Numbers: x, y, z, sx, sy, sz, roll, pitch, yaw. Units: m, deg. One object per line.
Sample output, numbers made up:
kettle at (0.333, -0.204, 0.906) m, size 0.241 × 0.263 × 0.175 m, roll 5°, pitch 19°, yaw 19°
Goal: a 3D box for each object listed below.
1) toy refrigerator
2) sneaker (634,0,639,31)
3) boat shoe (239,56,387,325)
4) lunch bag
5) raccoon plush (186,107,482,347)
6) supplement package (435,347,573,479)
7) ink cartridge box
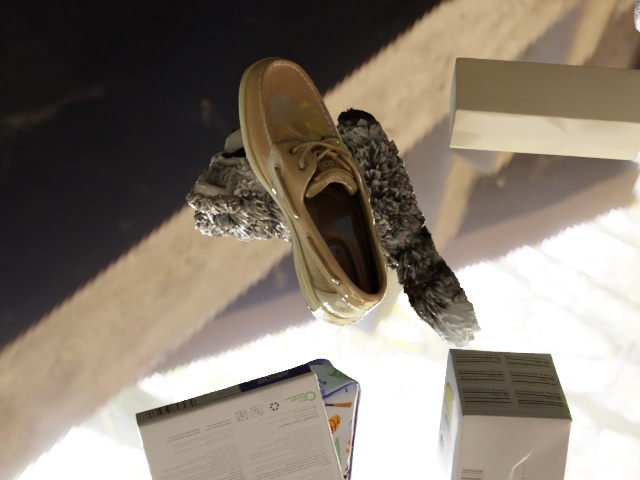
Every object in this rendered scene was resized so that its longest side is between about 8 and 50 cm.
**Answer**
toy refrigerator at (0.321, -0.184, 2.394) m, size 0.094 × 0.269 × 0.102 m, roll 95°, pitch 178°, yaw -54°
sneaker at (0.493, -0.245, 2.069) m, size 0.268 × 0.153 × 0.101 m, roll 33°, pitch -103°, yaw -56°
boat shoe at (0.003, -0.073, 2.005) m, size 0.121 × 0.341 × 0.110 m, roll -16°, pitch -11°, yaw -27°
lunch bag at (-0.042, 0.350, 2.746) m, size 0.243 × 0.115 × 0.303 m, roll -21°, pitch -50°, yaw -40°
raccoon plush at (0.000, 0.000, 2.437) m, size 0.299 × 0.446 × 0.216 m, roll -25°, pitch -36°, yaw -10°
supplement package at (0.242, 0.275, 2.263) m, size 0.203 × 0.149 × 0.194 m, roll -92°, pitch 6°, yaw -68°
ink cartridge box at (-0.088, 0.280, 2.027) m, size 0.223 × 0.045 × 0.224 m, roll -15°, pitch -71°, yaw -6°
